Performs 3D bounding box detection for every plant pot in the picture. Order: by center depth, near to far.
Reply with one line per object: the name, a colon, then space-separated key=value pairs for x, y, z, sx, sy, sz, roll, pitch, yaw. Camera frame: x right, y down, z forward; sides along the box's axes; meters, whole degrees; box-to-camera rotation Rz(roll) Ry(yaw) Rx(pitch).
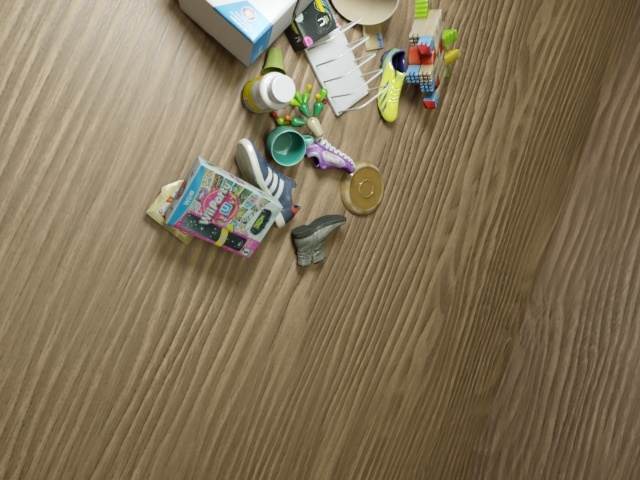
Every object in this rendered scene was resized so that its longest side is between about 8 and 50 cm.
plant pot: x=-0.160 y=-0.624 z=1.519 sx=0.083 sy=0.083 sz=0.079 roll=7 pitch=83 yaw=-34
plant pot: x=0.191 y=-0.996 z=1.597 sx=0.256 sy=0.256 sz=0.274 roll=31 pitch=65 yaw=-33
plant pot: x=0.187 y=-0.219 z=1.839 sx=0.236 sy=0.032 sz=0.237 roll=-6 pitch=102 yaw=-31

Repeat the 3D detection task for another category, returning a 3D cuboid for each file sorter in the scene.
file sorter: x=0.107 y=-0.644 z=1.627 sx=0.193 sy=0.173 sz=0.278 roll=-41 pitch=118 yaw=-20

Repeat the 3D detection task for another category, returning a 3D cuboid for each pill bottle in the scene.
pill bottle: x=-0.171 y=-0.489 z=1.445 sx=0.117 sy=0.215 sz=0.117 roll=-7 pitch=102 yaw=-33

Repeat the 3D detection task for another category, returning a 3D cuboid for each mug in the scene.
mug: x=-0.118 y=-0.340 z=1.566 sx=0.157 sy=0.097 sz=0.130 roll=14 pitch=109 yaw=-33

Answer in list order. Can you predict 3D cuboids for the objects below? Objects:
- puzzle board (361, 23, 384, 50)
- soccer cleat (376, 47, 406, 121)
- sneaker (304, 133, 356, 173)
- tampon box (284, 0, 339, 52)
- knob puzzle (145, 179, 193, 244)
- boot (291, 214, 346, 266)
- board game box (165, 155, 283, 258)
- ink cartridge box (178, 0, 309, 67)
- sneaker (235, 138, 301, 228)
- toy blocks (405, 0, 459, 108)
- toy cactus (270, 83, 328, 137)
puzzle board: x=0.208 y=-0.839 z=1.755 sx=0.096 sy=0.011 sz=0.128 roll=-24 pitch=111 yaw=-29
soccer cleat: x=0.298 y=-0.636 z=1.783 sx=0.093 sy=0.121 sz=0.289 roll=-6 pitch=102 yaw=-33
sneaker: x=0.030 y=-0.314 z=1.690 sx=0.236 sy=0.095 sz=0.105 roll=29 pitch=87 yaw=-28
tampon box: x=-0.039 y=-0.772 z=1.550 sx=0.161 sy=0.101 sz=0.120 roll=-42 pitch=117 yaw=-20
knob puzzle: x=-0.449 y=-0.114 z=1.441 sx=0.213 sy=0.030 sz=0.213 roll=-6 pitch=102 yaw=-32
boot: x=0.000 y=0.000 z=1.739 sx=0.246 sy=0.083 sz=0.161 roll=-22 pitch=117 yaw=-23
board game box: x=-0.311 y=-0.098 z=1.412 sx=0.303 sy=0.097 sz=0.224 roll=27 pitch=105 yaw=-31
ink cartridge box: x=-0.201 y=-0.794 z=1.349 sx=0.285 sy=0.166 sz=0.395 roll=40 pitch=75 yaw=-7
sneaker: x=-0.175 y=-0.219 z=1.549 sx=0.148 sy=0.131 sz=0.350 roll=-36 pitch=126 yaw=-21
toy blocks: x=0.432 y=-0.721 z=1.769 sx=0.261 sy=0.190 sz=0.381 roll=-69 pitch=151 yaw=-21
toy cactus: x=-0.054 y=-0.456 z=1.586 sx=0.219 sy=0.112 sz=0.181 roll=-34 pitch=99 yaw=-10
